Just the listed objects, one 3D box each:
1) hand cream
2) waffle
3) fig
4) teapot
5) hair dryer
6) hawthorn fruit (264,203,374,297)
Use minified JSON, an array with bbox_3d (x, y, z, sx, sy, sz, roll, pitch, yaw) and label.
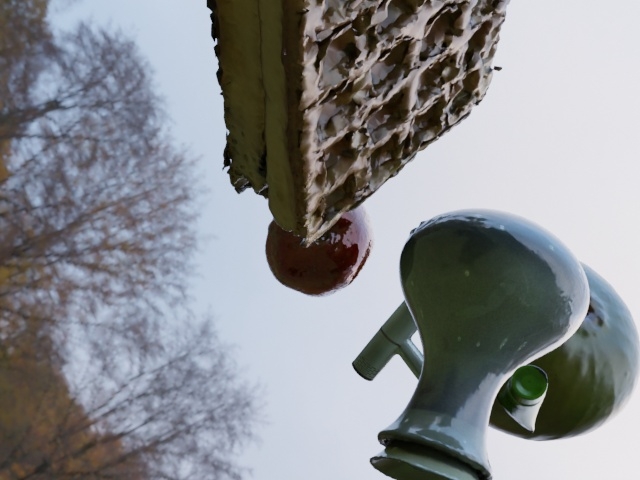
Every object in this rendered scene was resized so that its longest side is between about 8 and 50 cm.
[{"bbox_3d":[0.134,0.105,0.581,0.036,0.023,0.122,45,-8,20],"label":"hand cream"},{"bbox_3d":[0.033,-0.152,0.520,0.091,0.213,0.308,39,-24,22],"label":"waffle"},{"bbox_3d":[0.317,0.170,1.346,0.316,0.316,0.316,34,-43,39],"label":"fig"},{"bbox_3d":[0.136,0.104,0.797,0.184,0.250,0.183,19,-23,8],"label":"teapot"},{"bbox_3d":[0.156,0.171,1.188,0.183,0.044,0.155,40,-71,10],"label":"hair dryer"},{"bbox_3d":[0.000,0.000,0.917,0.128,0.128,0.128,34,-43,39],"label":"hawthorn fruit"}]
